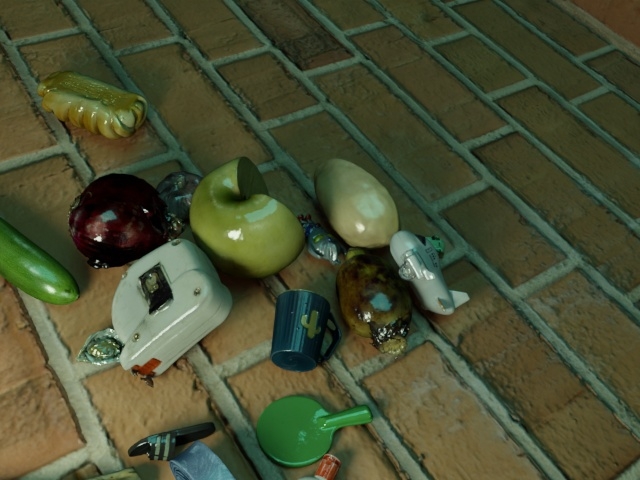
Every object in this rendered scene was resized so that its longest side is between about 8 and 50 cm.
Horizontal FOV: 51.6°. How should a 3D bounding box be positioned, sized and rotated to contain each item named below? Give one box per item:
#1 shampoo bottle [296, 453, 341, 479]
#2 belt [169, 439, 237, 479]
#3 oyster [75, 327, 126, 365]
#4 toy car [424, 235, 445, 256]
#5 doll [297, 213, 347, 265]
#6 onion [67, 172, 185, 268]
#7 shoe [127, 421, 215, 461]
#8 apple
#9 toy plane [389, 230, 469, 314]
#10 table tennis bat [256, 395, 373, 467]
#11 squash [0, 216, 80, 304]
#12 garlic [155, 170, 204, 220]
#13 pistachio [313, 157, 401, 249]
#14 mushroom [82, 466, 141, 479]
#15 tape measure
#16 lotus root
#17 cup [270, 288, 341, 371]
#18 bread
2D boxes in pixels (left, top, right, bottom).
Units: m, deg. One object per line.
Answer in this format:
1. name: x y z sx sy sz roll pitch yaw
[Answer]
1. shampoo bottle: -0.021 0.528 1.312 0.108 0.051 0.221 23 51 12
2. belt: -0.209 0.478 1.261 0.082 0.141 0.190 -34 66 -30
3. oyster: -0.480 0.245 1.484 0.100 0.037 0.098 28 68 -13
4. toy car: 0.279 0.016 1.807 0.122 0.035 0.059 2 50 2
5. doll: 0.001 0.000 1.753 0.104 0.062 0.194 19 26 -48
6. onion: -0.483 -0.043 1.574 0.281 0.221 0.281 21 11 -4
7. shoe: -0.297 0.419 1.345 0.179 0.071 0.049 -10 57 -23
8. apple: -0.193 -0.035 1.614 0.233 0.257 0.295 -27 57 -12
9. toy plane: 0.262 0.078 1.652 0.117 0.244 0.244 -32 56 8
10. table tennis bat: -0.011 0.402 1.433 0.257 0.039 0.160 -10 52 -12
11. squash: -0.727 0.032 1.562 0.395 0.107 0.107 35 53 16
12. garlic: -0.366 -0.123 1.759 0.159 0.102 0.147 -32 64 -30
13. pistachio: 0.099 -0.096 1.768 0.188 0.187 0.299 -23 62 -26
14. mushroom: -0.510 0.491 1.230 0.351 0.095 0.122 -2 33 -14
15. tape measure: -0.342 0.142 1.467 0.258 0.130 0.265 -40 54 5
16. lotus root: 0.124 0.132 1.610 0.169 0.141 0.314 -10 52 -20
17. cup: -0.033 0.220 1.534 0.177 0.131 0.155 27 51 -21
18. bread: -0.661 -0.390 1.914 0.311 0.121 0.172 22 47 8
